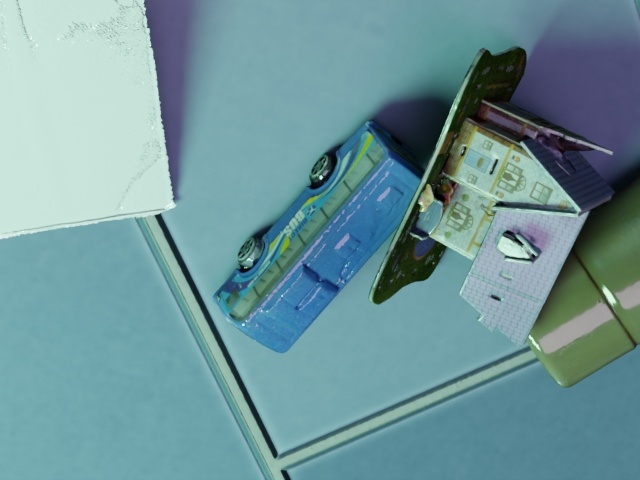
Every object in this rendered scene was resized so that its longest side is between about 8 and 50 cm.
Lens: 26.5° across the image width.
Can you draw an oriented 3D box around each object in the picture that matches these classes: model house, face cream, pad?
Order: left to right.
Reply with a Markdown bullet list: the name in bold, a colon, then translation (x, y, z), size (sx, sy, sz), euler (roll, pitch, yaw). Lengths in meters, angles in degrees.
- **pad**: translation (-0.167, -0.082, 0.738), size (0.156, 0.004, 0.232), euler (-9, 139, -6)
- **model house**: translation (0.111, -0.019, 0.795), size (0.088, 0.117, 0.167), euler (29, 107, 18)
- **face cream**: translation (0.271, -0.033, 0.845), size (0.341, 0.137, 0.084), euler (-34, 150, 8)

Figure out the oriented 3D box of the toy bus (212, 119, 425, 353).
- **toy bus**: translation (0.000, 0.000, 0.827), size (0.051, 0.061, 0.153), euler (35, 102, -28)
